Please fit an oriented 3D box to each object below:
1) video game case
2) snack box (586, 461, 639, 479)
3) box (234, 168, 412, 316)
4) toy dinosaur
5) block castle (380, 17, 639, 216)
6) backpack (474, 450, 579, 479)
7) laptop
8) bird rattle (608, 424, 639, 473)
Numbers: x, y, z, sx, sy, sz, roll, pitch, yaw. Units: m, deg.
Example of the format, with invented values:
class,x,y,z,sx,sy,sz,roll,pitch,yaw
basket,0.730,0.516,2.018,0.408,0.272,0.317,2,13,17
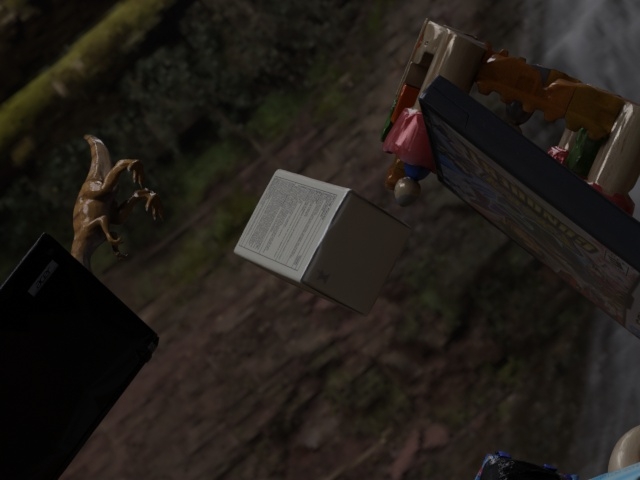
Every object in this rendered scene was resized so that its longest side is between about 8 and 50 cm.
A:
class,x,y,z,sx,sy,sz,roll,pitch,yaw
video game case,0.208,-0.016,1.228,0.035,0.275,0.248,-50,-15,-5
snack box,0.271,0.194,0.925,0.322,0.060,0.187,-23,10,20
box,0.000,0.000,2.006,0.148,0.127,0.232,-62,29,-4
toy dinosaur,-0.211,-0.047,1.340,0.112,0.211,0.064,-15,-37,24
block castle,0.232,-0.123,1.734,0.453,0.303,0.212,-65,-2,-79
backpack,0.225,0.299,1.341,0.117,0.173,0.158,-85,9,-73
laptop,-0.260,0.140,1.186,0.234,0.136,0.264,-53,7,-14
bird rattle,0.348,0.244,1.260,0.254,0.207,0.143,-16,-54,-17
